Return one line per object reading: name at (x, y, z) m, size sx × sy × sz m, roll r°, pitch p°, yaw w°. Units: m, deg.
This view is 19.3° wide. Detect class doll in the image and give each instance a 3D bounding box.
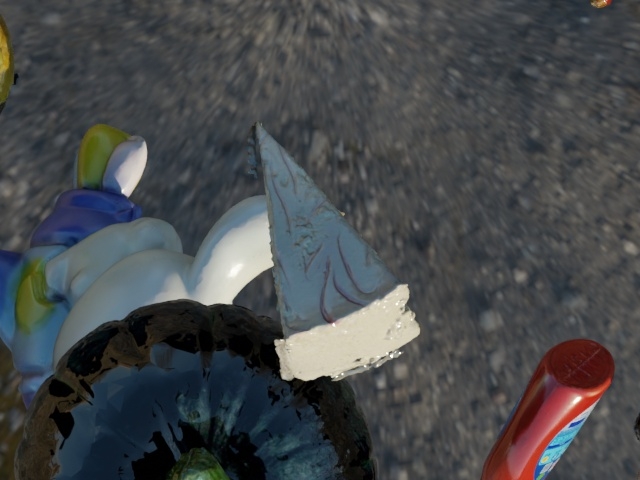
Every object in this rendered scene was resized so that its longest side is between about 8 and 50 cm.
doll at (-0.199, 0.070, 1.838) m, size 0.376 × 0.365 × 0.187 m, roll -42°, pitch 130°, yaw -5°

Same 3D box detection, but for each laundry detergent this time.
laundry detergent at (0.157, 0.150, 1.395) m, size 0.049 × 0.097 × 0.165 m, roll 39°, pitch 123°, yaw 18°

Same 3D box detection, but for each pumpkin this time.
pumpkin at (-0.083, 0.163, 1.241) m, size 0.248 × 0.248 × 0.248 m, roll 0°, pitch 99°, yaw 0°

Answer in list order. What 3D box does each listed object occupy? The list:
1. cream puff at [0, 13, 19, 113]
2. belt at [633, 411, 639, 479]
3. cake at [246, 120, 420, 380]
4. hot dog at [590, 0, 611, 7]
cream puff at (-0.380, -0.160, 1.803) m, size 0.189 × 0.129 × 0.189 m, roll -5°, pitch 80°, yaw 32°
belt at (0.365, 0.220, 1.384) m, size 0.126 × 0.359 × 0.094 m, roll -8°, pitch 131°, yaw -31°
cake at (0.000, 0.000, 0.854) m, size 0.065 × 0.052 × 0.121 m, roll -16°, pitch 57°, yaw 1°
hot dog at (0.294, -0.276, 1.753) m, size 0.038 × 0.062 × 0.144 m, roll 44°, pitch 80°, yaw -24°
